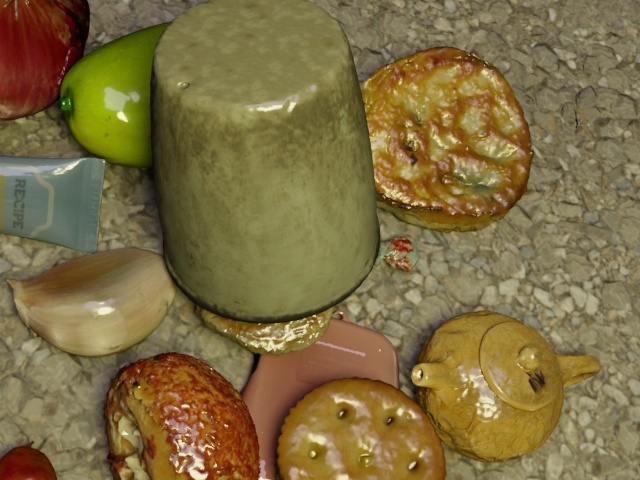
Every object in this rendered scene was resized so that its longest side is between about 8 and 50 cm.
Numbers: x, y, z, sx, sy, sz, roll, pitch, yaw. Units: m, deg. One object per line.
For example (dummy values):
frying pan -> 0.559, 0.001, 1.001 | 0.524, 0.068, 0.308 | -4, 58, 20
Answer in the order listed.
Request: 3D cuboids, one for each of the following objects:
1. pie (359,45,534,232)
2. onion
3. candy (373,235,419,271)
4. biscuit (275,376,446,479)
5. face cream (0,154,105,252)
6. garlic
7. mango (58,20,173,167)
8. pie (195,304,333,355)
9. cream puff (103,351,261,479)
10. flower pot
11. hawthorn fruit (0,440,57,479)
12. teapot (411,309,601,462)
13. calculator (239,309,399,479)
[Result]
pie -> 0.184, -0.148, 1.368 | 0.315, 0.092, 0.315 | 4, 71, -12
onion -> -0.497, -0.314, 1.213 | 0.347, 0.285, 0.347 | 36, 42, -41
candy -> 0.000, 0.001, 1.273 | 0.292, 0.059, 0.086 | 12, 67, -6
biscuit -> 0.050, 0.278, 1.101 | 0.220, 0.066, 0.220 | 6, 61, -11
face cream -> -0.485, -0.070, 1.181 | 0.385, 0.086, 0.135 | 8, 110, -8
garlic -> -0.258, 0.067, 1.180 | 0.266, 0.128, 0.148 | -19, 83, -30
mango -> -0.207, -0.216, 1.269 | 0.343, 0.156, 0.192 | -35, 86, -38
pie -> -0.075, 0.080, 1.189 | 0.193, 0.079, 0.163 | 14, 48, 13
cream puff -> -0.160, 0.245, 1.045 | 0.164, 0.240, 0.240 | -2, 65, -36
flower pot -> -0.066, -0.105, 1.085 | 0.293, 0.330, 0.293 | 0, 50, 0
hawthorn fruit -> -0.355, 0.286, 1.065 | 0.081, 0.081, 0.093 | -10, 39, -16
teapot -> 0.249, 0.179, 1.174 | 0.311, 0.167, 0.203 | 1, 62, -25
calculator -> -0.005, 0.237, 1.173 | 0.220, 0.048, 0.330 | 15, 61, -4
